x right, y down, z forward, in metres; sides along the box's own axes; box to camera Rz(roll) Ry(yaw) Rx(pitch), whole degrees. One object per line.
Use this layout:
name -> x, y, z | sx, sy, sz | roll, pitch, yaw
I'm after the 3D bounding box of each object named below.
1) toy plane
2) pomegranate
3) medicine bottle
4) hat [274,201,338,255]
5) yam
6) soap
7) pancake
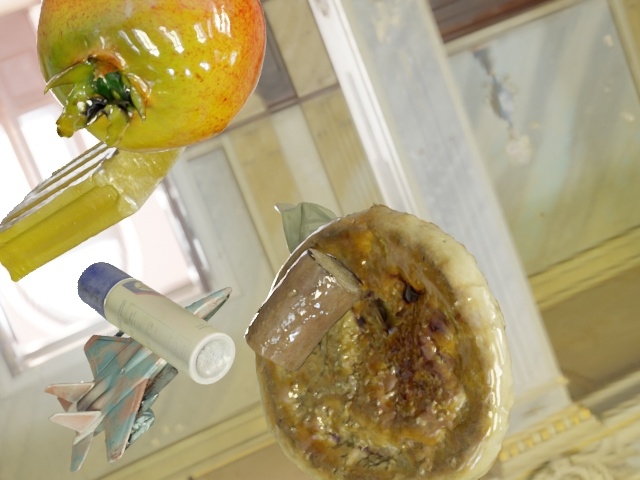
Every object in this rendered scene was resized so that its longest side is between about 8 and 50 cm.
toy plane -> -0.233, 0.169, 1.476 | 0.326, 0.104, 0.223 | -35, -136, 10
pomegranate -> -0.168, -0.180, 1.041 | 0.221, 0.221, 0.256 | -14, -151, 36
medicine bottle -> -0.184, 0.085, 1.186 | 0.059, 0.059, 0.231 | -28, -144, -32
hat -> -0.005, 0.001, 1.468 | 0.081, 0.122, 0.166 | -29, -162, 0
yam -> -0.019, 0.076, 1.162 | 0.127, 0.084, 0.084 | -53, -177, 14
soap -> -0.364, -0.066, 1.664 | 0.315, 0.091, 0.199 | -27, -159, 35
pancake -> 0.056, 0.127, 1.217 | 0.356, 0.356, 0.065 | -13, 167, 40
